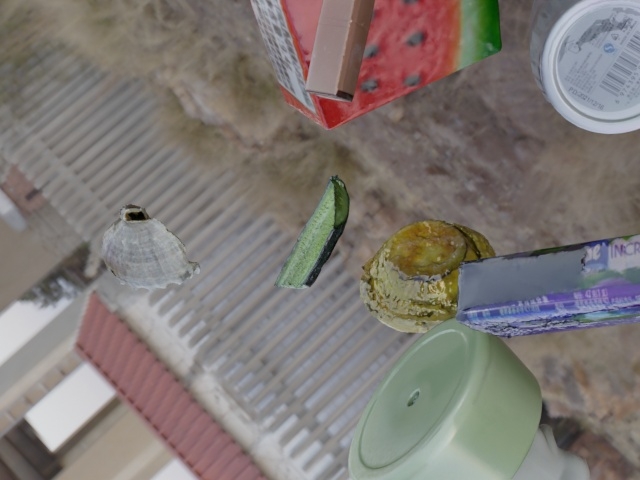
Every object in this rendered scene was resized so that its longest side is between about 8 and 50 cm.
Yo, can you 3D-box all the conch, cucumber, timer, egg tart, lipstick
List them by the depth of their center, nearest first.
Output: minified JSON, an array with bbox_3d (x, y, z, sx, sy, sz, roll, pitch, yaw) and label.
[{"bbox_3d":[0.024,-0.221,0.957,0.045,0.145,0.045,15,-174,29],"label":"lipstick"},{"bbox_3d":[0.246,0.305,1.290,0.315,0.291,0.291,36,171,-12],"label":"timer"},{"bbox_3d":[-0.254,0.005,1.379,0.155,0.130,0.207,10,148,-3],"label":"conch"},{"bbox_3d":[0.000,0.000,1.545,0.046,0.220,0.070,20,-168,-36],"label":"cucumber"},{"bbox_3d":[0.215,0.051,1.823,0.294,0.294,0.123,38,151,38],"label":"egg tart"}]

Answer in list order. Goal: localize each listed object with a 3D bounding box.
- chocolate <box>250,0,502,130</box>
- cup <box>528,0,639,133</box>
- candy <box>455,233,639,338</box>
[{"bbox_3d":[0.078,-0.363,1.299,0.161,0.341,0.360,59,172,45],"label":"chocolate"},{"bbox_3d":[0.447,-0.314,1.417,0.253,0.253,0.371,48,-155,-7],"label":"cup"},{"bbox_3d":[0.252,0.030,0.713,0.312,0.061,0.088,-13,158,42],"label":"candy"}]
